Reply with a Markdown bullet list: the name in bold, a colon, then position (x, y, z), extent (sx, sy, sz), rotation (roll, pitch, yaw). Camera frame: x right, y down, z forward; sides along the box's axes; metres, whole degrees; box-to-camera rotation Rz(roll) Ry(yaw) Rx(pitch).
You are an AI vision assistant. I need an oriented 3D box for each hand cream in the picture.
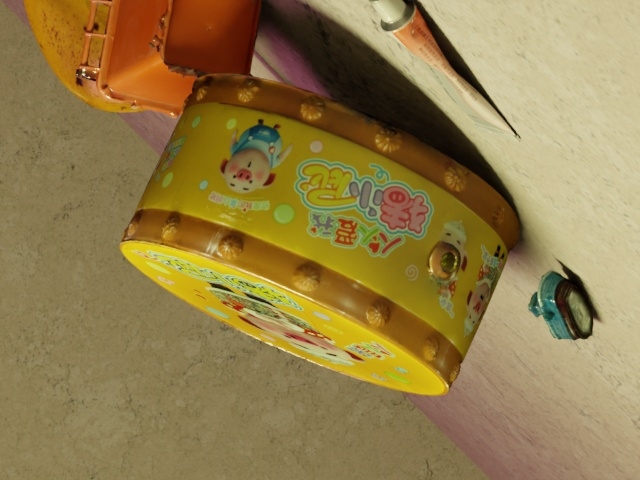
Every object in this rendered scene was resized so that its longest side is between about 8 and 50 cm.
- **hand cream**: position (0.113, -0.161, 1.480), extent (0.216, 0.038, 0.052), rotation (42, -161, -38)

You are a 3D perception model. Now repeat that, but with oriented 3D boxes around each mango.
- **mango**: position (-0.332, -0.308, 2.364), extent (0.290, 0.160, 0.191), rotation (48, 143, -1)

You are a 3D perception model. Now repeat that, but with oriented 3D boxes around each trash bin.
- **trash bin**: position (-0.178, -0.243, 1.919), extent (0.184, 0.161, 0.239), rotation (11, 174, -19)

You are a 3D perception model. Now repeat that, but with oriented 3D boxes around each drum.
- **drum**: position (0.000, 0.000, 1.804), extent (0.431, 0.214, 0.431), rotation (24, 168, 5)

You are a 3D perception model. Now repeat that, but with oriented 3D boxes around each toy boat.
- **toy boat**: position (0.272, 0.077, 1.823), extent (0.061, 0.060, 0.137), rotation (16, 164, 31)

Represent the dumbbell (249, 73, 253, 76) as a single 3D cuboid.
- **dumbbell**: position (-0.090, -0.201, 2.107), extent (0.254, 0.081, 0.081), rotation (45, 172, -15)
